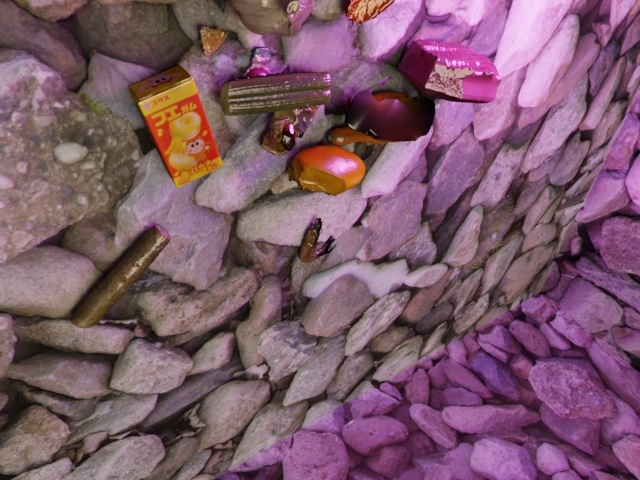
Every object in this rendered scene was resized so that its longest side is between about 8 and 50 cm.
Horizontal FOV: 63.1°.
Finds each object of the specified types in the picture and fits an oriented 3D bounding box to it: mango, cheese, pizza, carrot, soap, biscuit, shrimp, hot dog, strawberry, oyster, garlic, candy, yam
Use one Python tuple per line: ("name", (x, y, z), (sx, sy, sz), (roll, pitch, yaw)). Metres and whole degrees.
("mango", (0.029, -0.224, 1.641), (0.252, 0.153, 0.126), (-5, 149, -21))
("cheese", (-0.165, -0.434, 1.371), (0.095, 0.038, 0.145), (-10, 125, -38))
("pizza", (-0.263, -0.487, 1.241), (0.083, 0.025, 0.078), (-48, 148, -5))
("carrot", (0.131, -0.343, 1.711), (0.271, 0.062, 0.066), (-12, 100, -39))
("soap", (0.427, -0.539, 1.663), (0.325, 0.220, 0.127), (-11, 141, -36))
("biscuit", (-0.110, -0.391, 1.379), (0.323, 0.038, 0.099), (-15, 122, -28))
("shrimp", (0.000, 0.000, 1.926), (0.152, 0.046, 0.219), (-12, 137, -33))
("hot dog", (0.204, -0.411, 1.671), (0.326, 0.107, 0.194), (13, 94, -32))
("strawberry", (0.134, -0.668, 1.392), (0.188, 0.082, 0.121), (-39, 126, 10))
("oyster", (-0.079, -0.340, 1.493), (0.232, 0.107, 0.161), (-51, 134, 7))
("garlic", (-0.088, -0.552, 1.187), (0.219, 0.212, 0.218), (-19, 136, -19))
("candy", (-0.355, -0.278, 1.308), (0.146, 0.088, 0.276), (-30, 141, -15))
("yam", (-0.572, 0.108, 1.497), (0.371, 0.083, 0.083), (-48, 142, 5))
